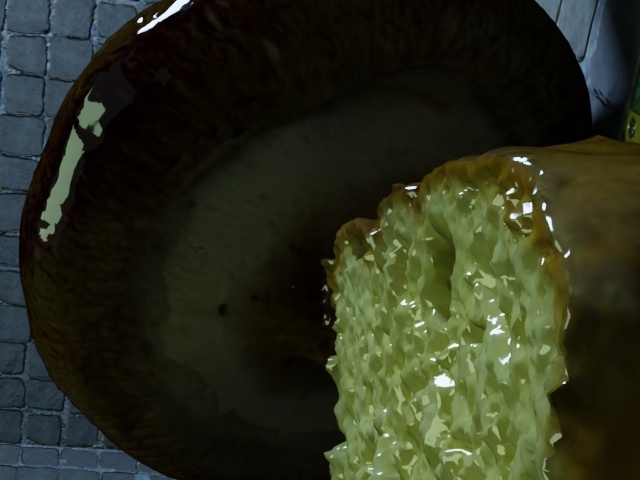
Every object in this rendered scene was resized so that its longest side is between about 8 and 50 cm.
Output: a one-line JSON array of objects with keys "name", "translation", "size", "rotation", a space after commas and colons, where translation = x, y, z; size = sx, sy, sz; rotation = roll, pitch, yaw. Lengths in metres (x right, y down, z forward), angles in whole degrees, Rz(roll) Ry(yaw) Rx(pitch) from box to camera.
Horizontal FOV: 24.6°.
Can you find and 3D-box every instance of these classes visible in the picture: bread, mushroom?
[{"name": "bread", "translation": [0.111, 0.066, 0.535], "size": [0.340, 0.179, 0.194], "rotation": [151, 122, -77]}, {"name": "mushroom", "translation": [-0.009, -0.009, 0.855], "size": [0.239, 0.345, 0.345], "rotation": [178, 97, -66]}]

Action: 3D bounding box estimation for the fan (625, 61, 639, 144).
[{"name": "fan", "translation": [0.163, -0.037, 0.706], "size": [0.082, 0.039, 0.155], "rotation": [-107, 25, -70]}]
